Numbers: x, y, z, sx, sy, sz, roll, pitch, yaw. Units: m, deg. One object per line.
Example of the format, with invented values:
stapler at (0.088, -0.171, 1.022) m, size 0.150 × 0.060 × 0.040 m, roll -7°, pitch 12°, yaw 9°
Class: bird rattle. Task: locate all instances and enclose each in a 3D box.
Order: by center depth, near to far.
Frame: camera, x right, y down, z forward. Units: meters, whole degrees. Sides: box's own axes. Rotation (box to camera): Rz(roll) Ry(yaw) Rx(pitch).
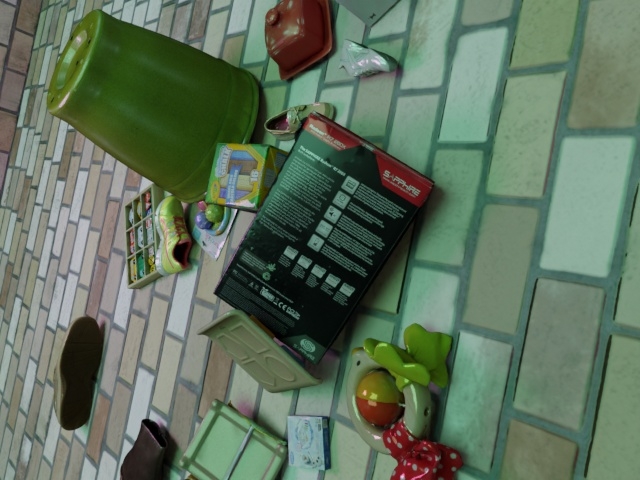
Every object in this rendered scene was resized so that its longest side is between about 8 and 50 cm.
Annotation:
bird rattle at (0.123, 0.258, 0.762) m, size 0.207 × 0.143 × 0.254 m, roll -3°, pitch 92°, yaw 53°

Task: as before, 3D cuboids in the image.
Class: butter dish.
butter dish at (-0.067, -0.452, 1.043) m, size 0.159 × 0.118 × 0.160 m, roll -18°, pitch 70°, yaw 39°

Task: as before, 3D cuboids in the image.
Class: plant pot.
plant pot at (-0.394, -0.317, 1.117) m, size 0.366 × 0.353 × 0.367 m, roll -21°, pitch 59°, yaw 38°

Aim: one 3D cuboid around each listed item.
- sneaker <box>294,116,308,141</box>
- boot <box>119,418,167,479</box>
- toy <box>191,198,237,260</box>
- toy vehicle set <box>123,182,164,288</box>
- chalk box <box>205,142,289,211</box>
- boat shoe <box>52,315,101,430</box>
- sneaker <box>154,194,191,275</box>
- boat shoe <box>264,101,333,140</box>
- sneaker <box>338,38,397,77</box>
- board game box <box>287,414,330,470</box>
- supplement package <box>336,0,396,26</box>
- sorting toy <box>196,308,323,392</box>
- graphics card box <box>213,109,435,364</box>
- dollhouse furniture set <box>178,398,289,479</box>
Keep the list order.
sneaker at (0.025, -0.154, 0.899) m, size 0.217 × 0.121 × 0.079 m, roll 45°, pitch 112°, yaw 38°
boot at (-0.408, 0.579, 1.164) m, size 0.248 × 0.090 × 0.207 m, roll 33°, pitch 106°, yaw 44°
toy at (-0.260, -0.087, 1.187) m, size 0.137 × 0.056 × 0.237 m, roll 39°, pitch 107°, yaw 40°
toy vehicle set at (-0.500, -0.010, 1.401) m, size 0.166 × 0.035 × 0.267 m, roll -26°, pitch 65°, yaw 36°
chalk box at (-0.147, -0.126, 1.038) m, size 0.213 × 0.132 × 0.132 m, roll 13°, pitch 91°, yaw 40°
boat shoe at (-0.759, 0.395, 1.497) m, size 0.110 × 0.121 × 0.341 m, roll 7°, pitch 88°, yaw 42°
sneaker at (-0.367, -0.014, 1.262) m, size 0.094 × 0.081 × 0.209 m, roll -5°, pitch 85°, yaw 35°
boat shoe at (-0.049, -0.251, 1.027) m, size 0.170 × 0.059 × 0.063 m, roll -12°, pitch 74°, yaw 40°
sneaker at (0.089, -0.335, 0.931) m, size 0.152 × 0.053 × 0.061 m, roll 42°, pitch 119°, yaw 45°
board game box at (-0.023, 0.371, 0.906) m, size 0.090 × 0.020 × 0.090 m, roll -14°, pitch 73°, yaw 39°
supplement package at (0.064, -0.590, 0.896) m, size 0.198 × 0.199 × 0.263 m, roll -35°, pitch 60°, yaw 32°
sorting toy at (-0.113, 0.204, 0.895) m, size 0.193 × 0.208 × 0.038 m, roll -35°, pitch 18°, yaw 54°
graphics card box at (0.000, 0.000, 0.846) m, size 0.232 × 0.094 × 0.371 m, roll 32°, pitch 105°, yaw 8°
dollhouse furniture set at (-0.190, 0.497, 1.004) m, size 0.197 × 0.151 × 0.302 m, roll 26°, pitch 82°, yaw 21°
